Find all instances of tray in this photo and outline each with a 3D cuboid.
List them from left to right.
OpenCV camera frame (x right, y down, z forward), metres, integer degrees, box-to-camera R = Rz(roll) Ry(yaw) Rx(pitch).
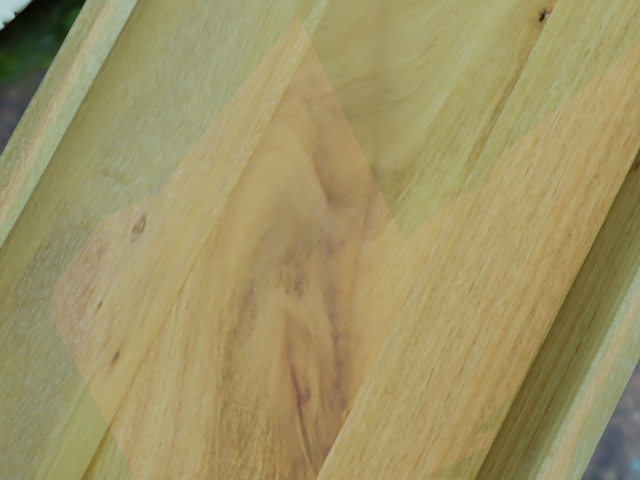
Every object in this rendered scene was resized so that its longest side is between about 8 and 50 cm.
[{"bbox_3d":[0.000,0.000,0.612,0.202,0.076,0.411,29,82,-9],"label":"tray"}]

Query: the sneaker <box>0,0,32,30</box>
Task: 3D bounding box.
[{"bbox_3d":[-0.130,-0.096,0.596,0.152,0.058,0.084,-43,104,-5],"label":"sneaker"}]
